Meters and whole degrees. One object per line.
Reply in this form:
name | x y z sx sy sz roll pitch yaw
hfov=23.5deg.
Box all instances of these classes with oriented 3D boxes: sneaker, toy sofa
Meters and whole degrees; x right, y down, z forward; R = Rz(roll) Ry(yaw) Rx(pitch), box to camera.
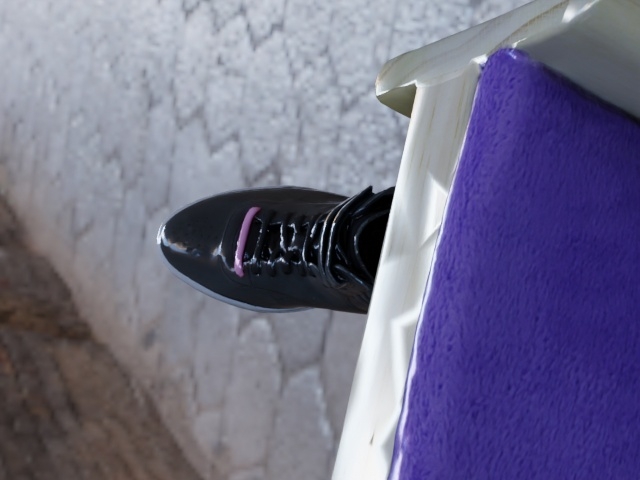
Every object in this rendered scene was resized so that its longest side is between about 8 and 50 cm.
sneaker | 0.000 0.000 1.131 0.147 0.296 0.104 41 -120 -69
toy sofa | 0.086 0.106 0.451 0.177 0.150 0.362 -15 57 56
